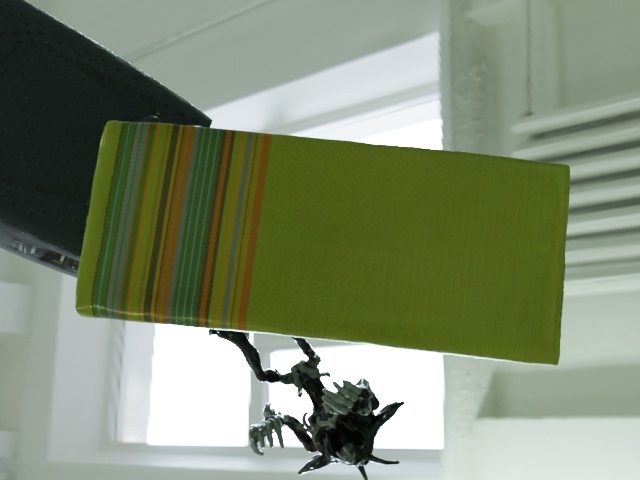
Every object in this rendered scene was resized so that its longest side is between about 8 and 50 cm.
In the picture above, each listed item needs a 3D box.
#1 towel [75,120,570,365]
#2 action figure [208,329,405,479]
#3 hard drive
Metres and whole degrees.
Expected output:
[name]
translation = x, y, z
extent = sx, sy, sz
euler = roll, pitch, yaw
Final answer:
[towel]
translation = 0.000, 0.000, 0.465
extent = 0.021, 0.237, 0.102
euler = 69, -152, -76
[action figure]
translation = -0.016, 0.188, 1.104
extent = 0.275, 0.164, 0.141
euler = 52, -163, -2
[hard drive]
translation = -0.212, -0.083, 0.595
extent = 0.255, 0.054, 0.172
euler = 30, -134, -8
